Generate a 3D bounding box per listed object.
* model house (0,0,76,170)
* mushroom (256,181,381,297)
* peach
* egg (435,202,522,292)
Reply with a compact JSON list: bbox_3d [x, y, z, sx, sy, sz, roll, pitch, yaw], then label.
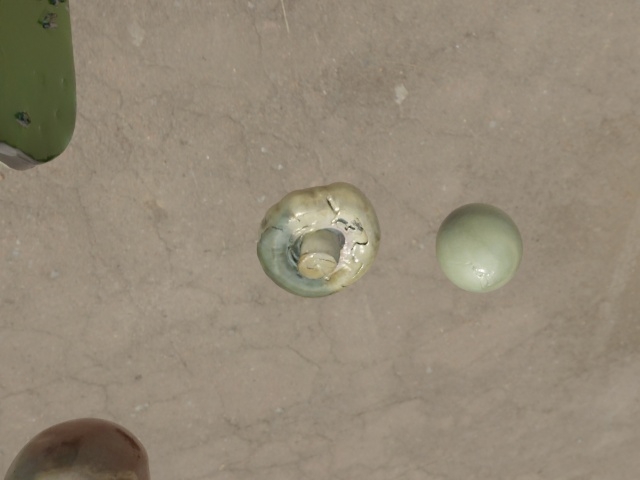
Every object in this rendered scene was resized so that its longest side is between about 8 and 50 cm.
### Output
[{"bbox_3d":[-0.242,-0.135,0.249,0.153,0.294,0.207,-1,94,2],"label":"model house"},{"bbox_3d":[0.000,0.000,0.722,0.154,0.122,0.154,-2,118,-3],"label":"mushroom"},{"bbox_3d":[-0.139,0.142,0.345,0.083,0.083,0.083,-10,132,-11],"label":"peach"},{"bbox_3d":[0.212,0.010,0.796,0.114,0.152,0.114,4,119,6],"label":"egg"}]
